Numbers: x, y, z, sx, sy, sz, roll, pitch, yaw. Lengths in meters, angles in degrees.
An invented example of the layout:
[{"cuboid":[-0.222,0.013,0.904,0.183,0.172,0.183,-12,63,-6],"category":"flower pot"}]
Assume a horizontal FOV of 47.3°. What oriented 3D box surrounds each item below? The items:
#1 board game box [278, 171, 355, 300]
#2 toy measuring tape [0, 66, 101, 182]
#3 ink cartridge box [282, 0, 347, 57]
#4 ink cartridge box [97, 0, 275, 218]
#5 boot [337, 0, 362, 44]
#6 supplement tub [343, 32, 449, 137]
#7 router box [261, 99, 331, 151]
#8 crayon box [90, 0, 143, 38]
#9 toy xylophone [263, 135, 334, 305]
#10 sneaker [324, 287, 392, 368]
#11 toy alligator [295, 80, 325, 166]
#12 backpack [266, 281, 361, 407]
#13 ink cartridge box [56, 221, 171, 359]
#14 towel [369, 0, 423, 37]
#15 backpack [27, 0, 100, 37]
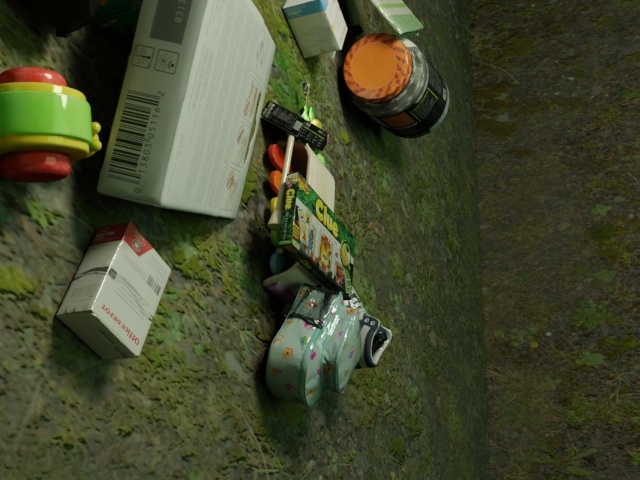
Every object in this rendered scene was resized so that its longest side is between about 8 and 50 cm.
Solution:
[{"cuboid":[0.000,0.000,1.303,0.259,0.030,0.136,45,41,-55],"category":"board game box"},{"cuboid":[-0.318,-0.120,0.693,0.330,0.122,0.121,6,78,-67],"category":"toy measuring tape"},{"cuboid":[-0.006,-0.466,1.564,0.092,0.090,0.143,-75,149,-43],"category":"ink cartridge box"},{"cuboid":[-0.166,-0.192,1.035,0.385,0.091,0.308,8,95,-84],"category":"ink cartridge box"},{"cuboid":[0.066,-0.565,1.843,0.114,0.037,0.106,64,27,-28],"category":"boot"},{"cuboid":[0.194,-0.393,1.864,0.338,0.207,0.207,15,69,-66],"category":"supplement tub"},{"cuboid":[-0.046,-0.217,1.388,0.038,0.092,0.122,-62,156,5],"category":"router box"},{"cuboid":[-0.246,-0.417,0.994,0.165,0.081,0.278,-3,85,-67],"category":"crayon box"},{"cuboid":[-0.047,-0.055,1.349,0.236,0.081,0.322,54,36,-49],"category":"toy xylophone"},{"cuboid":[0.059,0.126,1.450,0.099,0.153,0.282,40,47,-59],"category":"sneaker"},{"cuboid":[-0.032,-0.233,1.492,0.051,0.056,0.189,-10,84,-24],"category":"toy alligator"},{"cuboid":[-0.011,0.193,1.266,0.188,0.145,0.165,-51,150,-37],"category":"backpack"},{"cuboid":[-0.245,0.062,0.879,0.099,0.056,0.135,60,31,-41],"category":"ink cartridge box"},{"cuboid":[0.114,-0.622,1.776,0.325,0.038,0.248,49,26,0],"category":"towel"},{"cuboid":[-0.288,-0.347,0.833,0.152,0.115,0.181,53,34,-45],"category":"backpack"}]
